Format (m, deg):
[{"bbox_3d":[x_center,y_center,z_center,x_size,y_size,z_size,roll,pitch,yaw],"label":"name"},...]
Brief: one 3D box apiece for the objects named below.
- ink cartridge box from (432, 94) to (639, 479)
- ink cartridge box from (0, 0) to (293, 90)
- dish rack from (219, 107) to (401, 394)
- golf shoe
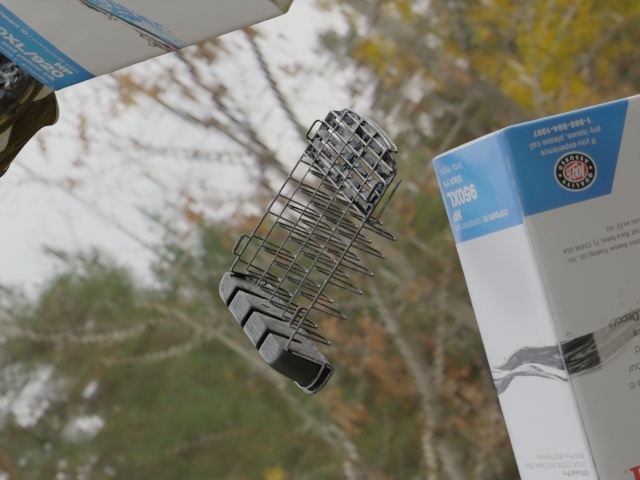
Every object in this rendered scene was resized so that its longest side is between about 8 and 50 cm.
[{"bbox_3d":[0.312,0.063,1.757,0.285,0.394,0.166,-14,-2,-24],"label":"ink cartridge box"},{"bbox_3d":[-0.111,-0.214,0.992,0.233,0.168,0.171,-10,47,49],"label":"ink cartridge box"},{"bbox_3d":[0.000,0.000,1.869,0.271,0.074,0.208,-59,32,12],"label":"dish rack"},{"bbox_3d":[-0.277,-0.059,1.329,0.198,0.077,0.094,-35,-31,3],"label":"golf shoe"}]
